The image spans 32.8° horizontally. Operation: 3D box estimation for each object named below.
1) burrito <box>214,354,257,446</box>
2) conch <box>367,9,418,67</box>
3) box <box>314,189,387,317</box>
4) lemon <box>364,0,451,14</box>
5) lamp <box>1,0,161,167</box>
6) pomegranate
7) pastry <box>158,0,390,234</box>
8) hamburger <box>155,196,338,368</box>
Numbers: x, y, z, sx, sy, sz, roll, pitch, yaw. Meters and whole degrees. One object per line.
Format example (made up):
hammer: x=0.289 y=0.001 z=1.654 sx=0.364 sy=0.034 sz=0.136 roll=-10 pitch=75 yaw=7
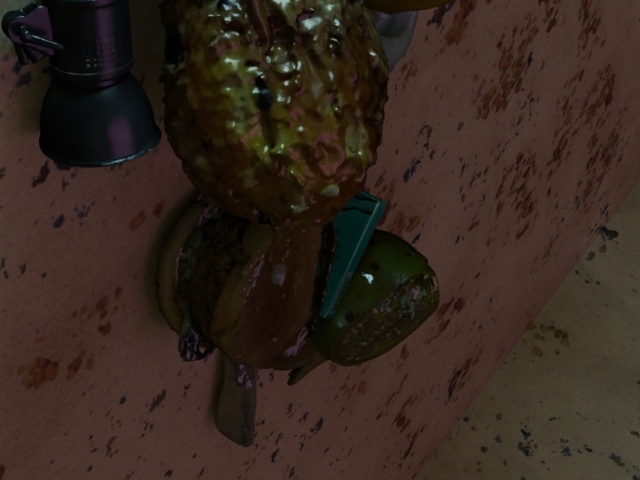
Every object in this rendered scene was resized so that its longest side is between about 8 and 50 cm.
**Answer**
burrito: x=-0.153 y=0.275 z=2.003 sx=0.060 sy=0.087 sz=0.226 roll=-42 pitch=146 yaw=-51
conch: x=0.076 y=-0.373 z=1.715 sx=0.185 sy=0.121 sz=0.221 roll=36 pitch=77 yaw=-49
box: x=0.000 y=0.000 z=1.904 sx=0.042 sy=0.160 sz=0.226 roll=8 pitch=109 yaw=-63
lemon: x=0.137 y=-0.461 z=1.548 sx=0.321 sy=0.268 sz=0.268 roll=-25 pitch=147 yaw=-4
lamp: x=-0.273 y=-0.216 z=1.254 sx=0.172 sy=0.147 sz=0.228 roll=-17 pitch=126 yaw=-24
pomegranate: x=0.041 y=0.110 z=2.063 sx=0.358 sy=0.216 sz=0.309 roll=-32 pitch=160 yaw=10
pastry: x=-0.063 y=-0.222 z=1.388 sx=0.405 sy=0.292 sz=0.337 roll=-76 pitch=159 yaw=-48
hamburger: x=-0.117 y=0.048 z=1.709 sx=0.276 sy=0.195 sz=0.318 roll=-10 pitch=122 yaw=-54
